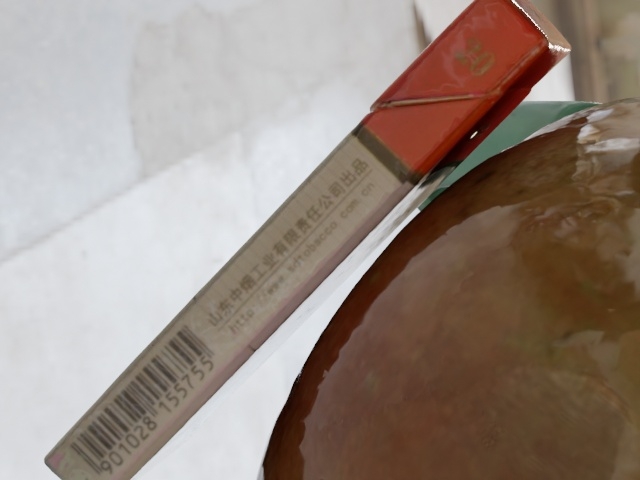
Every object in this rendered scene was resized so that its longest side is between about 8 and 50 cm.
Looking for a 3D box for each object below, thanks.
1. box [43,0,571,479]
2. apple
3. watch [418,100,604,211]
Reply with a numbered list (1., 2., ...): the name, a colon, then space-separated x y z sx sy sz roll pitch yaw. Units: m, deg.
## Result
1. box: 0.000 0.000 0.723 0.035 0.245 0.139 44 12 5
2. apple: 0.147 0.116 0.699 0.338 0.305 0.338 -48 161 -23
3. watch: 0.177 -0.025 1.137 0.195 0.237 0.068 132 -27 -75
